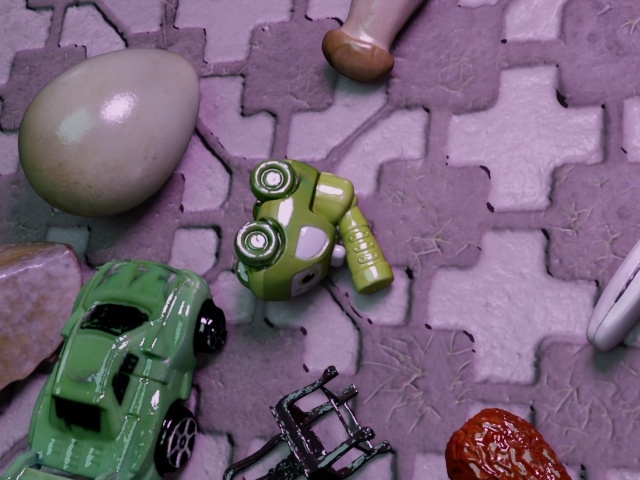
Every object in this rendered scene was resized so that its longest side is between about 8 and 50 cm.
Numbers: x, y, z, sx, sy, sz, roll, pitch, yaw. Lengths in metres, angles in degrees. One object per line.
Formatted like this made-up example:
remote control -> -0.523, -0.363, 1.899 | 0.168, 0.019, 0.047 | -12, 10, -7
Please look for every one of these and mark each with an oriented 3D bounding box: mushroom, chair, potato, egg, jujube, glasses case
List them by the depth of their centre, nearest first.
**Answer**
jujube -> 0.225, 0.279, 1.103 | 0.176, 0.109, 0.112 | 49, 127, 22
glasses case -> 0.378, 0.045, 1.132 | 0.049, 0.074, 0.193 | 32, 86, 31
chair -> -0.037, 0.274, 1.211 | 0.229, 0.113, 0.106 | -35, 61, 5
mushroom -> 0.108, -0.393, 1.370 | 0.128, 0.128, 0.350 | 23, 87, 27
egg -> -0.302, -0.166, 1.408 | 0.295, 0.218, 0.218 | -45, 61, -13
potato -> -0.493, 0.116, 1.463 | 0.264, 0.211, 0.189 | -20, 19, -20

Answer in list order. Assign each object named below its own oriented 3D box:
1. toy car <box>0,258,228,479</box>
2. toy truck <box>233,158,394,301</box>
toy car -> -0.279, 0.194, 1.297 | 0.213, 0.176, 0.358 | 10, 76, 24
toy truck -> -0.013, -0.016, 1.286 | 0.211, 0.148, 0.187 | -4, 69, -3
